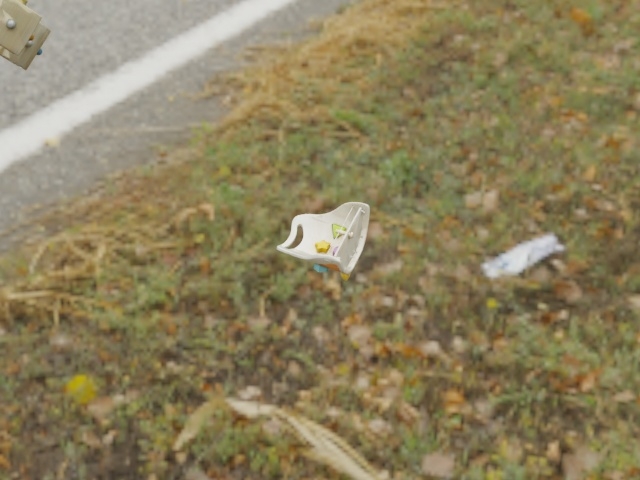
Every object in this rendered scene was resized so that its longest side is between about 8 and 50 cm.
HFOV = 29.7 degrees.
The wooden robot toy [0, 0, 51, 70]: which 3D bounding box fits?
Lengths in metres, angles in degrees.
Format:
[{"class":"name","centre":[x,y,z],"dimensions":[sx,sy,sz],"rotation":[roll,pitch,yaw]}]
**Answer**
[{"class":"wooden robot toy","centre":[-0.227,-0.125,0.772],"dimensions":[0.076,0.079,0.173],"rotation":[33,-4,-41]}]

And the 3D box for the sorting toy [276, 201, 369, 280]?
[{"class":"sorting toy","centre":[0.000,0.000,1.164],"dimensions":[0.075,0.045,0.083],"rotation":[12,45,18]}]
